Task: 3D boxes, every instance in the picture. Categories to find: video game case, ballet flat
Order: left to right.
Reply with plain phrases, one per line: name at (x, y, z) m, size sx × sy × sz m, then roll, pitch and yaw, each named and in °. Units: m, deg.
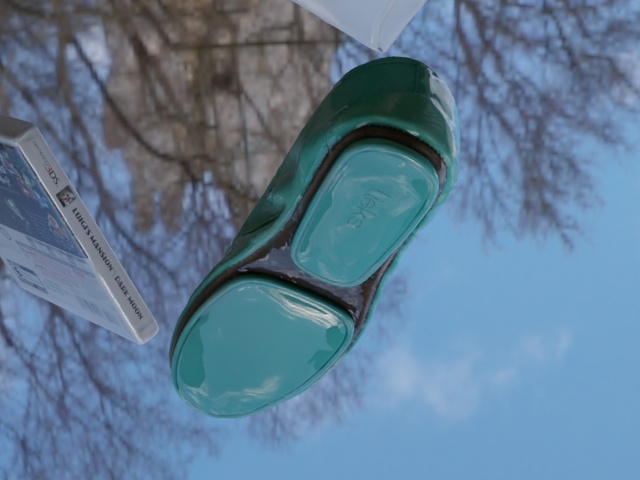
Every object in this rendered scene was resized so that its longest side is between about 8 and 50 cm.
video game case at (-0.202, -0.019, 1.050) m, size 0.022 × 0.173 × 0.190 m, roll -41°, pitch -149°, yaw -22°
ballet flat at (0.000, 0.000, 0.753) m, size 0.083 × 0.247 × 0.087 m, roll 28°, pitch -134°, yaw -9°

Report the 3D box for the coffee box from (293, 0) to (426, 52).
coffee box at (0.022, -0.393, 0.921) m, size 0.338 × 0.338 × 0.334 m, roll 31°, pitch -135°, yaw -9°
